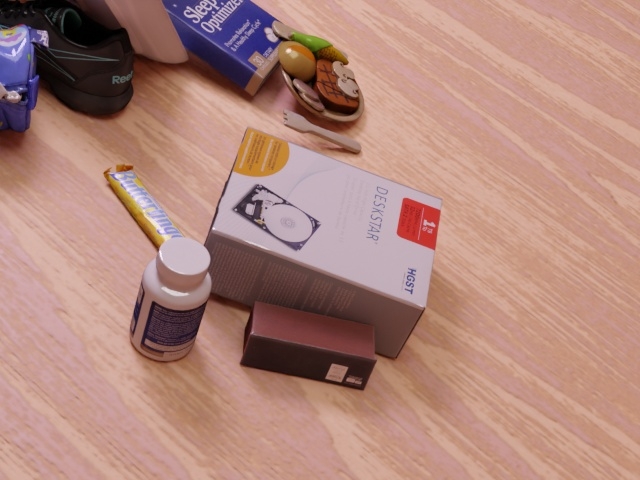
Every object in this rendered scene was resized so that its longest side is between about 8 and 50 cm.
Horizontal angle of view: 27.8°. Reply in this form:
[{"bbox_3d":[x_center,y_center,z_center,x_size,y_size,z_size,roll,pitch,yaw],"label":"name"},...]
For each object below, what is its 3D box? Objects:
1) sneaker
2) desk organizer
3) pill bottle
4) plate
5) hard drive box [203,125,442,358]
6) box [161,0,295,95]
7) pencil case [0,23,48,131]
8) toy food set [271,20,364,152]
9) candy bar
[{"bbox_3d":[-0.332,-0.245,1.494,0.267,0.106,0.101,23,43,4],"label":"sneaker"},{"bbox_3d":[-0.012,0.105,1.300,0.130,0.047,0.050,13,40,-9],"label":"desk organizer"},{"bbox_3d":[-0.142,0.055,1.243,0.067,0.120,0.067,11,43,-11],"label":"pill bottle"},{"bbox_3d":[-0.297,-0.310,1.501,0.277,0.278,0.045,31,81,12],"label":"plate"},{"bbox_3d":[0.000,0.000,1.374,0.232,0.089,0.181,20,42,-7],"label":"hard drive box"},{"bbox_3d":[-0.146,-0.284,1.621,0.225,0.036,0.136,34,38,-2],"label":"box"},{"bbox_3d":[-0.442,-0.168,1.355,0.306,0.119,0.133,-3,22,-23],"label":"pencil case"},{"bbox_3d":[0.004,-0.201,1.599,0.132,0.038,0.192,19,43,-28],"label":"toy food set"},{"bbox_3d":[-0.182,-0.026,1.390,0.040,0.018,0.161,-18,55,-36],"label":"candy bar"}]
